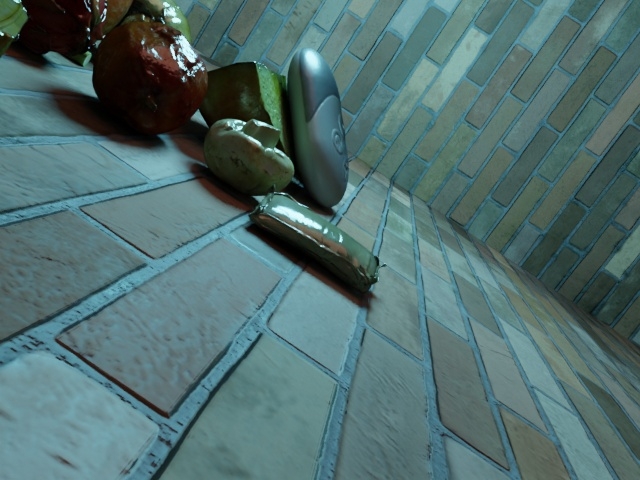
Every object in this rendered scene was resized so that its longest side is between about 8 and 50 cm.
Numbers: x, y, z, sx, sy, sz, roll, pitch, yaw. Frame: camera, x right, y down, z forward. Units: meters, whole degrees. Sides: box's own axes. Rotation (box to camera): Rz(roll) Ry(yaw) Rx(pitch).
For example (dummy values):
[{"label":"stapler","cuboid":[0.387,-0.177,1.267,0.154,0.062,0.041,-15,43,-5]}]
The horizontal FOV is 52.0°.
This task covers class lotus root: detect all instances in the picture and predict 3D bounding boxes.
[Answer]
[{"label":"lotus root","cuboid":[-0.358,-0.435,1.391,0.183,0.182,0.310,30,9,-16]}]

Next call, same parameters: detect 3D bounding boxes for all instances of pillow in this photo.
[{"label":"pillow","cuboid":[0.000,0.000,0.927,0.208,0.053,0.119,34,16,-2]}]

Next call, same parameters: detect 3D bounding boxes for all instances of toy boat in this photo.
[{"label":"toy boat","cuboid":[-0.421,-0.269,0.779,0.115,0.089,0.310,39,8,-30]}]

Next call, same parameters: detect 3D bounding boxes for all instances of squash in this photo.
[{"label":"squash","cuboid":[-0.445,-0.340,1.149,0.083,0.027,0.027,31,12,-8]}]

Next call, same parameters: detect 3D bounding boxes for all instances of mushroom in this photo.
[{"label":"mushroom","cuboid":[-0.110,-0.131,1.016,0.148,0.112,0.148,24,11,-5]}]

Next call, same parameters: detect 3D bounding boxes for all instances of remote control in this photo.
[{"label":"remote control","cuboid":[-0.004,-0.230,1.339,0.221,0.104,0.332,37,44,-74]}]

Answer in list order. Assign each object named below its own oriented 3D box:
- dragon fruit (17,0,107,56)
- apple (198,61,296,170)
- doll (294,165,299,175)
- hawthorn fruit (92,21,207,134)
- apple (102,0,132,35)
[{"label":"dragon fruit","cuboid":[-0.422,-0.375,1.020,0.210,0.172,0.172,28,11,9]},{"label":"apple","cuboid":[-0.129,-0.249,1.260,0.254,0.179,0.346,31,10,-1]},{"label":"doll","cuboid":[-0.020,-0.187,1.490,0.134,0.106,0.186,-3,53,-45]},{"label":"hawthorn fruit","cuboid":[-0.254,-0.243,0.972,0.173,0.173,0.179,35,11,3]},{"label":"apple","cuboid":[-0.449,-0.460,1.192,0.209,0.209,0.164,42,-4,32]}]
